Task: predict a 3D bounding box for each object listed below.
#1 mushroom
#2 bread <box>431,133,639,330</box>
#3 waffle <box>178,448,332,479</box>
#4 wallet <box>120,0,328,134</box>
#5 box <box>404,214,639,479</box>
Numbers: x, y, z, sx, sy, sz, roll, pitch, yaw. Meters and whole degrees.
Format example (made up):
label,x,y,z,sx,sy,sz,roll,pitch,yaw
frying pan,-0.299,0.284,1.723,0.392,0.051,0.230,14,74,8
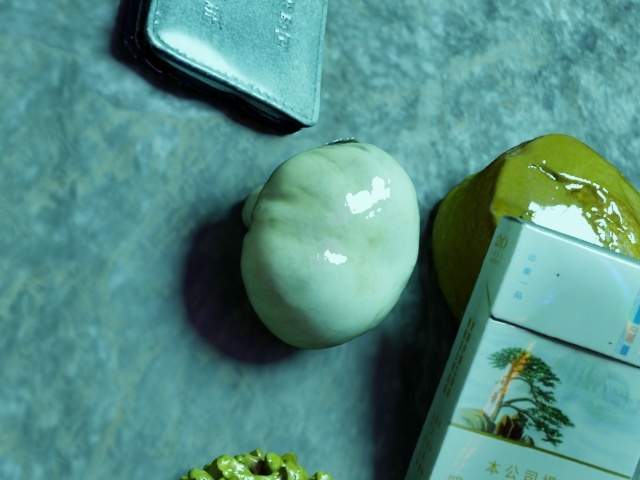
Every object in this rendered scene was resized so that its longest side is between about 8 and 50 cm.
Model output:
label,x,y,z,sx,sy,sz,roll,pitch,yaw
mushroom,0.000,0.000,0.776,0.154,0.122,0.154,-38,140,-40
bread,0.215,0.040,0.931,0.195,0.143,0.269,-44,106,-38
waffle,-0.036,0.229,0.697,0.197,0.070,0.193,-11,83,-42
wallet,-0.059,-0.200,0.836,0.167,0.036,0.222,24,61,-34
box,0.168,0.113,0.811,0.149,0.067,0.233,18,97,-11
